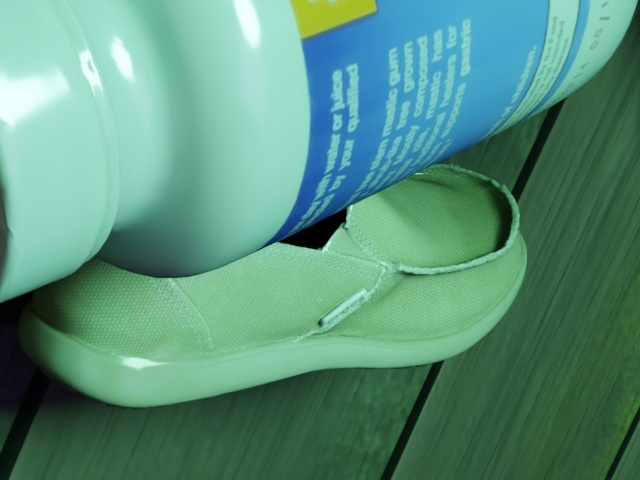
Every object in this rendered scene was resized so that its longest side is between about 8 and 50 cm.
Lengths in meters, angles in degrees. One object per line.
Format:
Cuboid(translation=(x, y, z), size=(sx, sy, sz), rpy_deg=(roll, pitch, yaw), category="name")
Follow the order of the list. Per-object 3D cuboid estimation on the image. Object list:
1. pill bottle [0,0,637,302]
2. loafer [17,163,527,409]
Cuboid(translation=(-0.026, -0.078, 0.521), size=(0.272, 0.152, 0.152), rpy_deg=(-27, 132, -38), category="pill bottle")
Cuboid(translation=(0.000, 0.000, 0.648), size=(0.268, 0.102, 0.092), rpy_deg=(-14, 129, -44), category="loafer")
